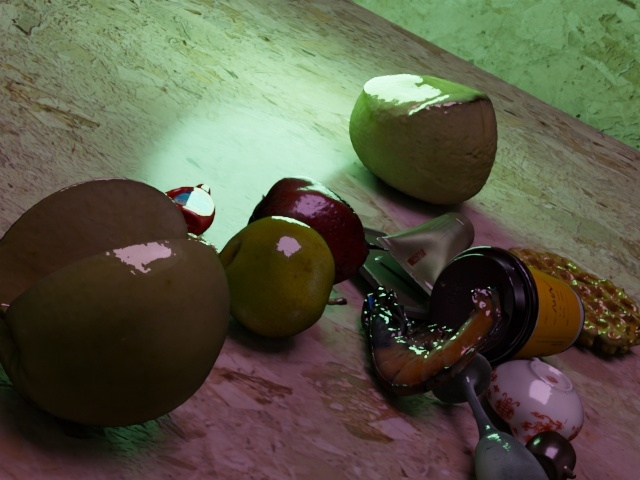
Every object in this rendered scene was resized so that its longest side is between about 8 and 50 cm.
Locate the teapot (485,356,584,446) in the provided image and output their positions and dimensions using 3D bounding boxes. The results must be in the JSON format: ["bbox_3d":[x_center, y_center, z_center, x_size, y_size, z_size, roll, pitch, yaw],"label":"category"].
[{"bbox_3d":[0.331,0.243,1.990,0.159,0.116,0.245,16,17,4],"label":"teapot"}]

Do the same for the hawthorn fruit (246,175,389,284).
[{"bbox_3d":[0.000,0.000,2.035,0.235,0.181,0.181,16,25,-13],"label":"hawthorn fruit"}]

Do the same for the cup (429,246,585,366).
[{"bbox_3d":[0.316,0.116,2.129,0.280,0.196,0.196,10,27,-51],"label":"cup"}]

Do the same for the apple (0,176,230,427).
[{"bbox_3d":[-0.250,0.073,1.496,0.254,0.292,0.292,-17,44,-26],"label":"apple"}]

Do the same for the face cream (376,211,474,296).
[{"bbox_3d":[0.197,0.017,2.295,0.137,0.084,0.341,48,22,6],"label":"face cream"}]

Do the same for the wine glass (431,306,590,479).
[{"bbox_3d":[0.306,0.232,1.785,0.096,0.264,0.309,45,12,-31],"label":"wine glass"}]

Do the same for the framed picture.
[{"bbox_3d":[0.127,0.052,2.224,0.209,0.019,0.281,15,25,-43],"label":"framed picture"}]

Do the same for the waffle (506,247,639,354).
[{"bbox_3d":[0.476,0.112,2.440,0.302,0.068,0.325,27,25,1],"label":"waffle"}]

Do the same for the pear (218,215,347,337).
[{"bbox_3d":[-0.049,0.065,1.879,0.216,0.166,0.180,35,48,-34],"label":"pear"}]

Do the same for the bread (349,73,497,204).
[{"bbox_3d":[0.215,-0.211,2.646,0.320,0.237,0.320,13,14,-3],"label":"bread"}]

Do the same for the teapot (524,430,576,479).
[{"bbox_3d":[0.312,0.318,1.840,0.121,0.076,0.068,9,25,30],"label":"teapot"}]

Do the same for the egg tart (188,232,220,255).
[{"bbox_3d":[-0.197,0.025,1.949,0.105,0.039,0.105,22,24,-10],"label":"egg tart"}]

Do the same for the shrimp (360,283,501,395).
[{"bbox_3d":[0.164,0.119,1.950,0.054,0.222,0.290,55,3,-29],"label":"shrimp"}]

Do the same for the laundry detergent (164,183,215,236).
[{"bbox_3d":[-0.215,-0.057,2.096,0.097,0.049,0.165,22,21,-2],"label":"laundry detergent"}]
